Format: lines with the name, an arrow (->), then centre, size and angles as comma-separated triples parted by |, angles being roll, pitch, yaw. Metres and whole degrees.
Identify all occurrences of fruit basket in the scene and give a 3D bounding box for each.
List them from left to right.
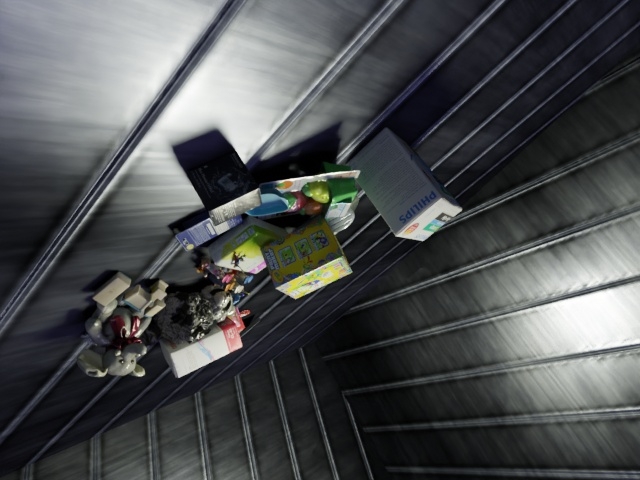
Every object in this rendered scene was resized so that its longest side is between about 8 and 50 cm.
fruit basket -> -0.052, -0.150, 1.507 | 0.352, 0.166, 0.327 | -16, 165, -15

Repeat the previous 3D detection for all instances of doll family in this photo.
doll family -> -0.410, 0.145, 1.665 | 0.119, 0.163, 0.263 | -59, 159, 4

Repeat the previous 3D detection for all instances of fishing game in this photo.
fishing game -> -0.478, 0.301, 1.991 | 0.263, 0.041, 0.189 | -26, -169, -19

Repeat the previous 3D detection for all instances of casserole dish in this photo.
casserole dish -> -0.191, -0.131, 1.374 | 0.188, 0.037, 0.114 | -8, 151, 26

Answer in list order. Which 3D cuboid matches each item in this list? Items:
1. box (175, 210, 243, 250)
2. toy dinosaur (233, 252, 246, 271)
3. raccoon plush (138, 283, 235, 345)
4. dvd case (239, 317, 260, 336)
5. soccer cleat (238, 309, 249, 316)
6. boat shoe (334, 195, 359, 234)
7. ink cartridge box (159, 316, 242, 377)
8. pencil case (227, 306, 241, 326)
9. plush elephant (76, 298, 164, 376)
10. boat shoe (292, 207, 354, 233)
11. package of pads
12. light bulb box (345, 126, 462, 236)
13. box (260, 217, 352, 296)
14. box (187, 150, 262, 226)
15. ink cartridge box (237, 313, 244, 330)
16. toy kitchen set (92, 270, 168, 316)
box -> -0.384, -0.053, 1.423 | 0.225, 0.037, 0.136 | -30, 159, -13
toy dinosaur -> -0.314, 0.077, 1.554 | 0.082, 0.047, 0.090 | -28, 123, 34
raccoon plush -> -0.600, 0.308, 1.824 | 0.445, 0.217, 0.299 | -8, -175, 22
dvd case -> -0.485, 0.580, 2.579 | 0.180, 0.022, 0.253 | -36, 174, -40
soccer cleat -> -0.454, 0.429, 2.398 | 0.083, 0.029, 0.036 | -23, 165, -17
boat shoe -> 0.087, -0.130, 1.873 | 0.118, 0.103, 0.320 | -46, 170, -21
ink cartridge box -> -0.541, 0.454, 1.851 | 0.305, 0.131, 0.226 | -19, -160, -31
pencil case -> -0.591, 0.461, 2.091 | 0.385, 0.167, 0.160 | -31, 124, -4
plush elephant -> -0.752, 0.385, 1.548 | 0.330, 0.256, 0.271 | -39, 158, 15
boat shoe -> 0.011, -0.083, 1.775 | 0.302, 0.109, 0.094 | -19, -155, 26
package of pads -> -0.276, 0.025, 1.646 | 0.229, 0.101, 0.296 | -35, 157, 14
light bulb box -> 0.346, -0.212, 1.670 | 0.225, 0.361, 0.357 | -41, 158, 22
box -> -0.047, 0.084, 1.649 | 0.278, 0.177, 0.290 | -26, 161, 3
box -> -0.276, -0.152, 1.194 | 0.158, 0.156, 0.093 | -27, 157, -15
ink cartridge box -> -0.524, 0.508, 2.354 | 0.134, 0.078, 0.231 | -18, 163, -34
toy kitchen set -> -0.677, 0.181, 1.486 | 0.122, 0.166, 0.207 | -37, 122, 8
